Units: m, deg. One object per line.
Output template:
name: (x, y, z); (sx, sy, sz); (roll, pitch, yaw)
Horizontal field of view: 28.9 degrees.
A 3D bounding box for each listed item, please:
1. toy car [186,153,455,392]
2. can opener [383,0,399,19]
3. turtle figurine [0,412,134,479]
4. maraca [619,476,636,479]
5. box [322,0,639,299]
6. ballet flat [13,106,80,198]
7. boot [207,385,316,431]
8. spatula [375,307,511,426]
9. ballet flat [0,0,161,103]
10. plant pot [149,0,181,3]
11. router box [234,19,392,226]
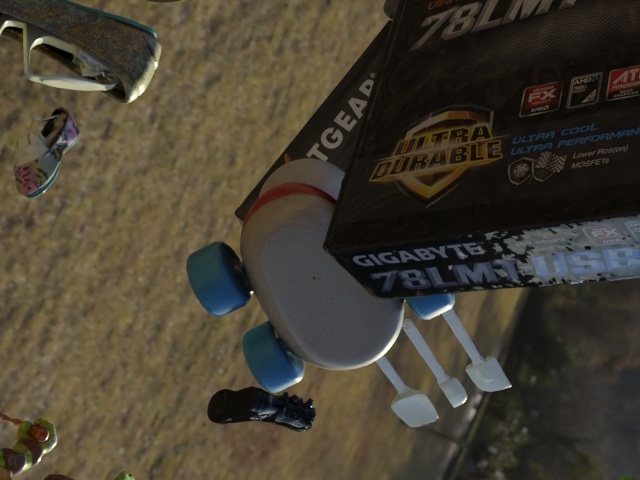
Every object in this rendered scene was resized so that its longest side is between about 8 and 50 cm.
toy car: (0.000, 0.000, 1.323); (0.210, 0.219, 0.238); (57, 15, -26)
can opener: (0.159, -0.376, 1.509); (0.284, 0.076, 0.095); (-62, -166, -9)
turtle figurine: (-0.261, 0.190, 0.915); (0.269, 0.217, 0.087); (1, 101, -63)
maraca: (0.392, 0.303, 1.333); (0.099, 0.185, 0.127); (8, 73, -47)
box: (0.168, -0.113, 0.753); (0.073, 0.295, 0.293); (43, 52, -40)
ballet flat: (-0.449, -0.150, 1.998); (0.221, 0.076, 0.079); (-74, 146, -57)
boot: (-0.072, 0.216, 1.566); (0.099, 0.121, 0.045); (22, 63, -35)
spatula: (0.156, 0.178, 1.753); (0.242, 0.168, 0.019); (54, 20, -44)
ballet flat: (-0.369, -0.262, 1.525); (0.123, 0.348, 0.123); (-56, -157, 38)
plant pot: (-0.233, -0.421, 1.611); (0.109, 0.237, 0.237); (-36, 145, -55)
router box: (0.034, -0.098, 1.574); (0.309, 0.081, 0.243); (-52, 166, -6)
